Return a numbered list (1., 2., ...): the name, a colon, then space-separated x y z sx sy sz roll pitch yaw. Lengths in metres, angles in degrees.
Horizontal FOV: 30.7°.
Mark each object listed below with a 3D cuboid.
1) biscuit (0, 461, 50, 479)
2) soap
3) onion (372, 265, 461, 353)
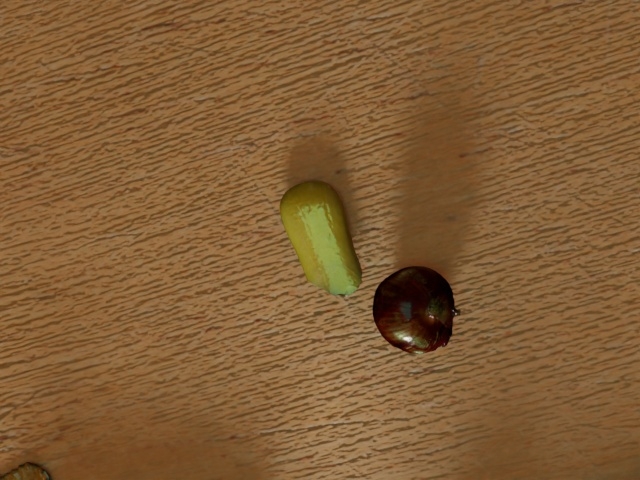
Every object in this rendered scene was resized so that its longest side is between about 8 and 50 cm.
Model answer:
1. biscuit: -0.460 0.472 1.721 0.232 0.013 0.237 -27 86 9
2. soap: 0.000 0.000 1.623 0.089 0.033 0.169 -17 88 12
3. onion: 0.123 0.092 1.564 0.118 0.118 0.117 1 74 9
